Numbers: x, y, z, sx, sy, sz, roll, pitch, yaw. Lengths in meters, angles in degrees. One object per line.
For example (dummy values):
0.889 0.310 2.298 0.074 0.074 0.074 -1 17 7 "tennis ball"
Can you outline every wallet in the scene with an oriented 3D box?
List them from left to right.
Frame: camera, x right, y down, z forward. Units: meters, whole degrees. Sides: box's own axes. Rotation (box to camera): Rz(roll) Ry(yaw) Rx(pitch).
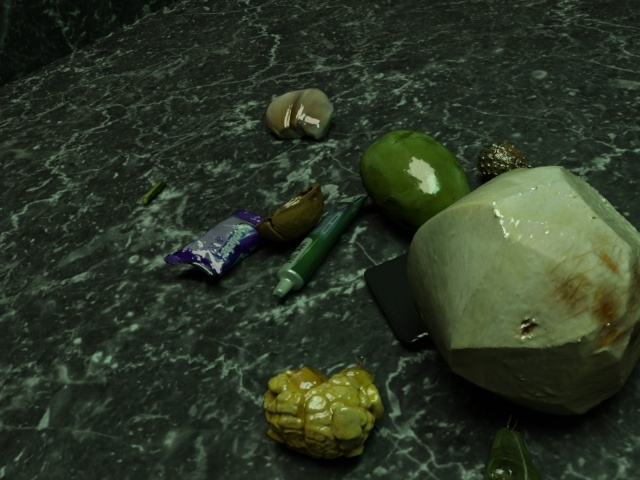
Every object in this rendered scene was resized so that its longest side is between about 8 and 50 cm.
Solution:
0.188 0.112 1.244 0.149 0.044 0.250 -21 40 -8 "wallet"

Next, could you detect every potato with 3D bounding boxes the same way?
0.219 -0.137 1.418 0.216 0.215 0.304 -21 39 -13 "potato"

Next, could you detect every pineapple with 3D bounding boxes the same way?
0.475 -0.162 1.489 0.108 0.108 0.197 -29 54 -22 "pineapple"

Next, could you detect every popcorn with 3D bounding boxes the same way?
0.006 0.285 0.999 0.194 0.140 0.163 -3 29 -8 "popcorn"

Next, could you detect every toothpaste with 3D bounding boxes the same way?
0.000 0.000 1.410 0.099 0.061 0.392 -13 28 41 "toothpaste"

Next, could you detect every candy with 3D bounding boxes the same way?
-0.224 0.005 1.450 0.145 0.070 0.275 23 39 26 "candy"

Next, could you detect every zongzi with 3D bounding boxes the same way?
0.319 0.345 0.932 0.131 0.062 0.154 27 31 11 "zongzi"

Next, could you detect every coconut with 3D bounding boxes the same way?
0.338 0.084 0.995 0.416 0.344 0.415 6 49 -7 "coconut"

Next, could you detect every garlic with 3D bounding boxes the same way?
-0.062 -0.405 1.902 0.217 0.110 0.228 1 40 20 "garlic"

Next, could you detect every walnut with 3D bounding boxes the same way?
-0.054 -0.055 1.445 0.167 0.087 0.211 -31 7 40 "walnut"

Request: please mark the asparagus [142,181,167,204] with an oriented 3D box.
-0.465 -0.139 1.725 0.025 0.021 0.108 9 42 25 "asparagus"
